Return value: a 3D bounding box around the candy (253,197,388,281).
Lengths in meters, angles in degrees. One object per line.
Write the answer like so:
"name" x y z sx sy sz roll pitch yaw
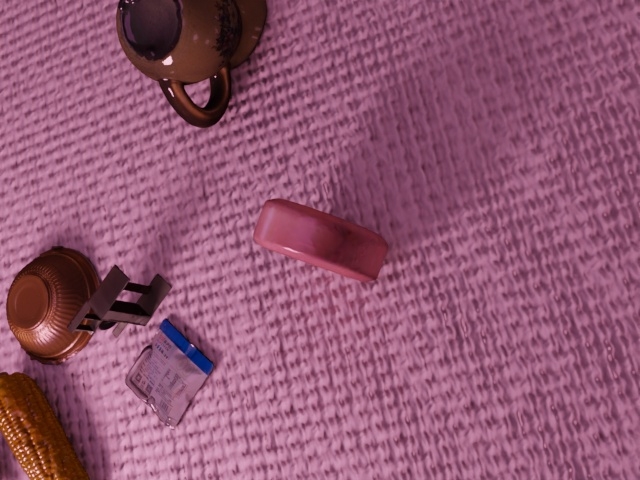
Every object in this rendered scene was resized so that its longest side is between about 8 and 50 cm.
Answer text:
"candy" 0.000 0.000 1.705 0.255 0.255 0.094 18 88 29

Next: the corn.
"corn" -0.607 0.428 2.011 0.120 0.120 0.363 -48 65 12

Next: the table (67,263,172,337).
"table" -0.417 0.141 1.945 0.062 0.146 0.175 42 101 27

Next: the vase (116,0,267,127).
"vase" -0.252 -0.395 1.910 0.241 0.302 0.329 0 99 28

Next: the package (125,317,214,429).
"package" -0.316 0.276 1.936 0.171 0.027 0.173 39 99 31

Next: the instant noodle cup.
"instant noodle cup" -0.622 0.140 2.086 0.274 0.091 0.273 -6 78 28
